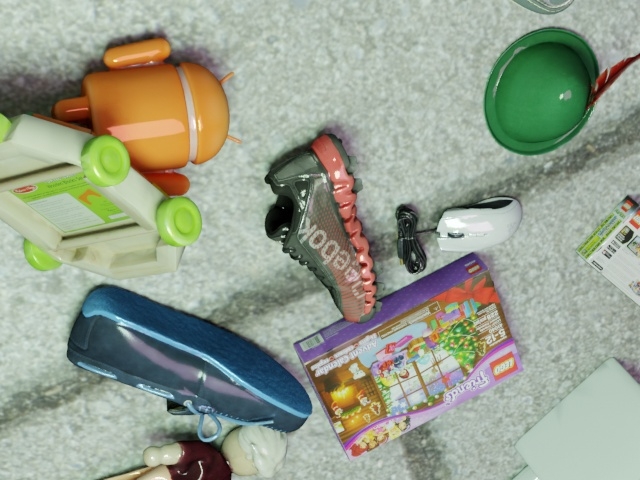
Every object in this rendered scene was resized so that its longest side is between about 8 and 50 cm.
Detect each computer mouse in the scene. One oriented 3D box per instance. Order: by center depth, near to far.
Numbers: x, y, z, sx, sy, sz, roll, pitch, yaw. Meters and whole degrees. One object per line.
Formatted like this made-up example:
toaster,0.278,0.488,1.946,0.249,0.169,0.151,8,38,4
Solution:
computer mouse,0.198,-0.015,1.802,0.193,0.042,0.106,-13,119,-14

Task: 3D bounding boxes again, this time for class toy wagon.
toy wagon,-0.306,-0.064,1.477,0.344,0.267,0.068,43,53,-36

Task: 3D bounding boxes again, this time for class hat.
hat,0.325,-0.171,1.681,0.173,0.183,0.208,-12,120,-14

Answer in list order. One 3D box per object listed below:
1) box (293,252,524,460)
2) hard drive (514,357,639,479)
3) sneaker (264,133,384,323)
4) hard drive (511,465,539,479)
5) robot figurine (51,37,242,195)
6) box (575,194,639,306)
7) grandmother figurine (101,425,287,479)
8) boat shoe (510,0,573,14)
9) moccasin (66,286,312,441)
box,0.131,0.168,1.866,0.293,0.057,0.201,-27,123,-5
hard drive,0.439,0.333,1.913,0.210,0.318,0.040,-43,123,6
sneaker,0.000,0.000,1.704,0.135,0.097,0.276,-21,120,-9
hard drive,0.420,0.417,2.114,0.353,0.047,0.233,-43,123,5
robot figurine,-0.203,-0.141,1.536,0.219,0.158,0.128,-10,147,-16
box,0.486,0.034,1.938,0.207,0.036,0.114,37,100,-32
grandmother figurine,-0.204,0.339,1.817,0.342,0.104,0.208,-23,150,-11
boat shoe,0.230,-0.387,1.580,0.116,0.099,0.319,-38,123,3
moccasin,-0.175,0.174,1.732,0.342,0.137,0.117,29,109,-16
